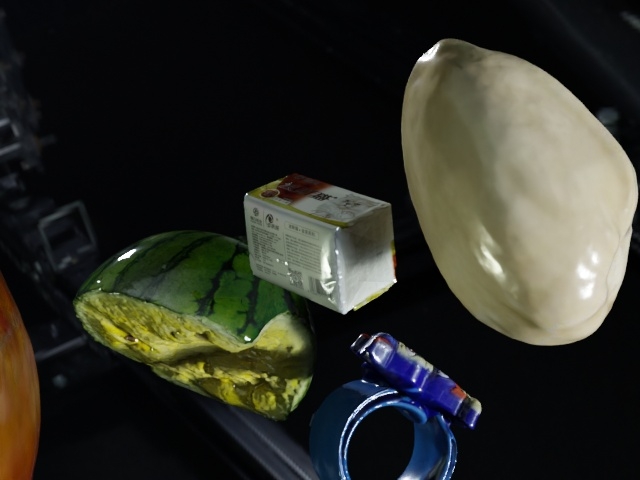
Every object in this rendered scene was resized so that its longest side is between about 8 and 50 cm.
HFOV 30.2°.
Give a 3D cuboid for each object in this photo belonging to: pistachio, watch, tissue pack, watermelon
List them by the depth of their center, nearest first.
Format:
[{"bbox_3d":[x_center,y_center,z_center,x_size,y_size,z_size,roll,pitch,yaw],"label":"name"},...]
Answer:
[{"bbox_3d":[0.189,-0.051,1.162,0.214,0.193,0.318,-34,-104,14],"label":"pistachio"},{"bbox_3d":[0.001,-0.001,1.306,0.099,0.106,0.148,-26,-147,-37],"label":"tissue pack"},{"bbox_3d":[0.081,0.240,1.497,0.196,0.171,0.200,32,-100,-11],"label":"watch"},{"bbox_3d":[-0.145,0.089,1.573,0.331,0.331,0.189,16,-120,26],"label":"watermelon"}]

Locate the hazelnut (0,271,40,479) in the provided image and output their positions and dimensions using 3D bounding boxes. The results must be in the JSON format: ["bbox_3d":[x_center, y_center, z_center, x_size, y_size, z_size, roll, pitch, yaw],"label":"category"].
[{"bbox_3d":[-0.348,0.080,0.680,0.402,0.402,0.429,-34,-144,-22],"label":"hazelnut"}]
